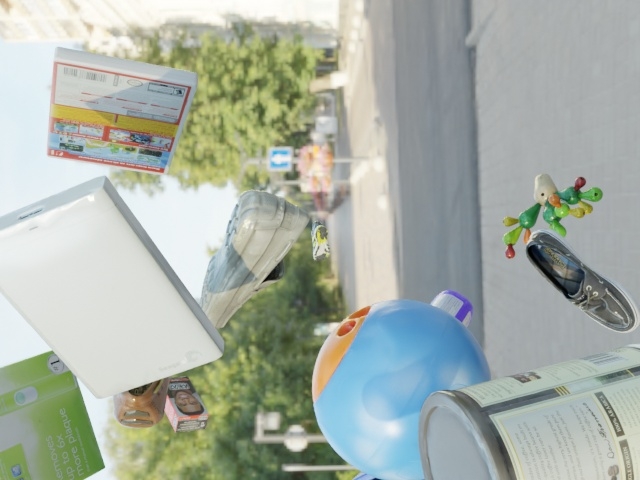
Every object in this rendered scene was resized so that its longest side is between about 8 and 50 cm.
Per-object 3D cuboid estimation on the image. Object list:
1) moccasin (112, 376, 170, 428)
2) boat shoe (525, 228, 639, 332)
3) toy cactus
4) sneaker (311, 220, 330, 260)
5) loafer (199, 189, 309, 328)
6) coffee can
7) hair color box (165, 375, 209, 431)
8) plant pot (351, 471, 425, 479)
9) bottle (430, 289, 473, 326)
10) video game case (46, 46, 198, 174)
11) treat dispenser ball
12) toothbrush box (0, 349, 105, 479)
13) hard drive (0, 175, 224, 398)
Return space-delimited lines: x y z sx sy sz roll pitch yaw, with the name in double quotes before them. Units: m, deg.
"moccasin" -0.348 0.171 1.651 0.147 0.139 0.380 103 172 -46
"boat shoe" 0.430 0.073 1.407 0.080 0.228 0.076 -49 -12 35
"toy cactus" 0.448 -0.068 1.691 0.219 0.112 0.180 -43 28 33
"sneaker" 0.000 0.000 1.538 0.035 0.031 0.083 -111 19 -49
"loafer" -0.113 0.046 1.327 0.319 0.112 0.112 124 155 -49
"coffee can" 0.282 0.247 0.996 0.201 0.276 0.201 170 90 -72
"hair color box" -0.299 0.351 1.830 0.141 0.072 0.043 45 127 50
"plant pot" 0.245 0.509 1.752 0.236 0.236 0.212 57 -148 3
"bottle" 0.224 0.210 1.735 0.283 0.092 0.118 -43 -17 -51
"video game case" -0.319 -0.192 1.330 0.285 0.204 0.025 128 146 -59
"treat dispenser ball" 0.129 0.238 1.360 0.288 0.288 0.288 179 90 -90
"toothbrush box" -0.475 0.294 1.228 0.283 0.122 0.206 -15 -93 -60
"hard drive" -0.286 0.073 1.103 0.040 0.203 0.307 -95 -19 -52
